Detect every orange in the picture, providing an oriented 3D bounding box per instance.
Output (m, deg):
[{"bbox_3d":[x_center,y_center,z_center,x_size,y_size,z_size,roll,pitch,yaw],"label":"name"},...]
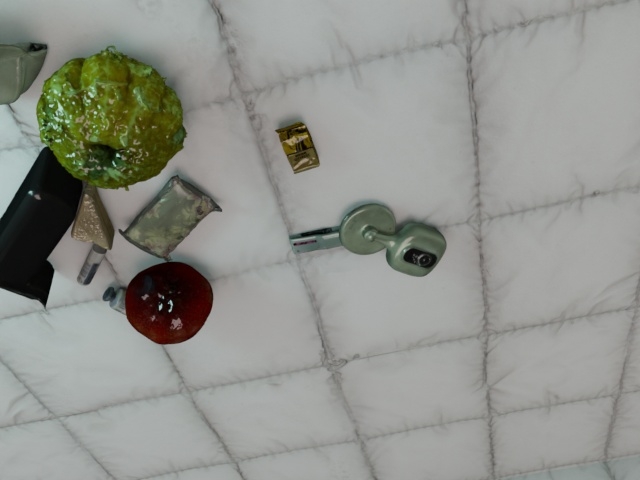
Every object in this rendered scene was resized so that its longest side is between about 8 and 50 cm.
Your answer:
[{"bbox_3d":[-0.429,-0.237,1.207,0.300,0.223,0.300,-14,135,6],"label":"orange"}]

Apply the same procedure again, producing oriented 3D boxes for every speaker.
[{"bbox_3d":[-0.676,-0.019,1.408,0.184,0.180,0.388,26,125,-32],"label":"speaker"}]

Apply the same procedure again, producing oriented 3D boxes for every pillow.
[{"bbox_3d":[-0.382,-0.056,1.468,0.255,0.059,0.169,-39,123,23],"label":"pillow"}]

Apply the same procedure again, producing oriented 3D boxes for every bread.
[{"bbox_3d":[-0.549,-0.064,1.434,0.105,0.077,0.152,17,124,-24],"label":"bread"}]

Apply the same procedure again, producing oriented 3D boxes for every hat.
[{"bbox_3d":[-0.690,-0.329,1.092,0.257,0.301,0.168,13,106,-14],"label":"hat"}]

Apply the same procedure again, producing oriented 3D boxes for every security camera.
[{"bbox_3d":[0.192,0.004,1.538,0.301,0.080,0.157,18,119,-21],"label":"security camera"}]

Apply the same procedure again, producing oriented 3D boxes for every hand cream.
[{"bbox_3d":[-0.511,0.216,1.693,0.095,0.059,0.276,-35,129,21],"label":"hand cream"}]

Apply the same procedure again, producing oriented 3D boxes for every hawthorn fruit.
[{"bbox_3d":[-0.422,0.194,1.582,0.230,0.210,0.266,14,133,-12],"label":"hawthorn fruit"}]

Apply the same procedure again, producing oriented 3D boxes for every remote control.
[{"bbox_3d":[0.000,0.000,1.564,0.166,0.029,0.065,-11,131,5],"label":"remote control"}]

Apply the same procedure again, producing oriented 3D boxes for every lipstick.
[{"bbox_3d":[-0.622,0.068,1.563,0.040,0.040,0.141,24,124,-23],"label":"lipstick"}]

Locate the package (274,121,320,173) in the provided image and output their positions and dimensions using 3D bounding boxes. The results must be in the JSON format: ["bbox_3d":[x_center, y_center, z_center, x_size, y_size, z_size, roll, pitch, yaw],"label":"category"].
[{"bbox_3d":[-0.053,-0.225,1.358,0.070,0.047,0.131,-17,128,13],"label":"package"}]
